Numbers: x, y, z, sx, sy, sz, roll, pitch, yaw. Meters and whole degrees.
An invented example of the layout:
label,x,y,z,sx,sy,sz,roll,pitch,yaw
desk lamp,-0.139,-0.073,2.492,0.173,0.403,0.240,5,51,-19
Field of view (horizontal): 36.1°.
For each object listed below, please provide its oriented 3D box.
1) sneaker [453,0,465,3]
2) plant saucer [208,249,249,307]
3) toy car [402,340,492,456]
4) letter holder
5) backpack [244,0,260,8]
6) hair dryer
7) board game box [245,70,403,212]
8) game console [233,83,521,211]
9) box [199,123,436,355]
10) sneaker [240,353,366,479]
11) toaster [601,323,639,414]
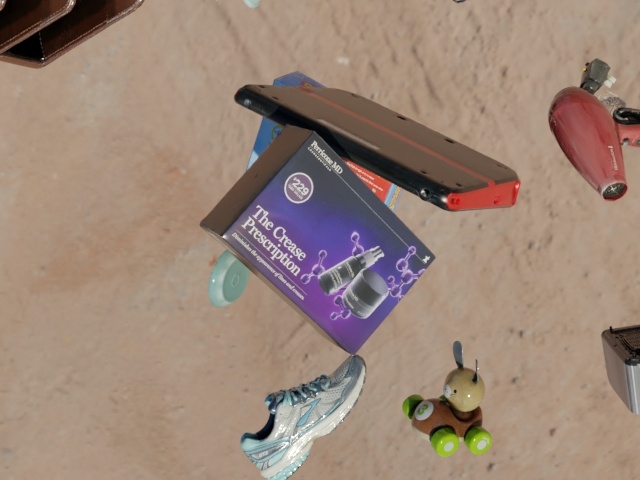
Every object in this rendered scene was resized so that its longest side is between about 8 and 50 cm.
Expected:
label,x,y,z,sx,sy,sz,roll,pitch,yaw
sneaker,0.183,-0.370,1.103,0.316,0.127,0.182,-16,74,21
plant saucer,-0.165,0.071,1.823,0.021,0.119,0.119,17,95,26
toy car,0.263,0.300,1.922,0.155,0.149,0.188,-134,51,-58
letter holder,-0.342,-0.389,1.143,0.214,0.152,0.301,-19,78,31
backpack,-0.162,-0.567,1.857,0.191,0.253,0.225,-32,50,19
hair dryer,0.426,-0.156,1.347,0.224,0.293,0.080,24,139,20
board game box,0.009,-0.129,1.942,0.308,0.086,0.302,33,124,17
game console,0.099,-0.143,1.512,0.387,0.342,0.060,29,110,24
box,0.000,0.000,1.320,0.184,0.261,0.103,-51,26,-9
sneaker,-0.031,0.306,1.782,0.122,0.110,0.283,42,86,-8
toaster,0.593,0.213,1.689,0.168,0.185,0.110,-10,103,2
